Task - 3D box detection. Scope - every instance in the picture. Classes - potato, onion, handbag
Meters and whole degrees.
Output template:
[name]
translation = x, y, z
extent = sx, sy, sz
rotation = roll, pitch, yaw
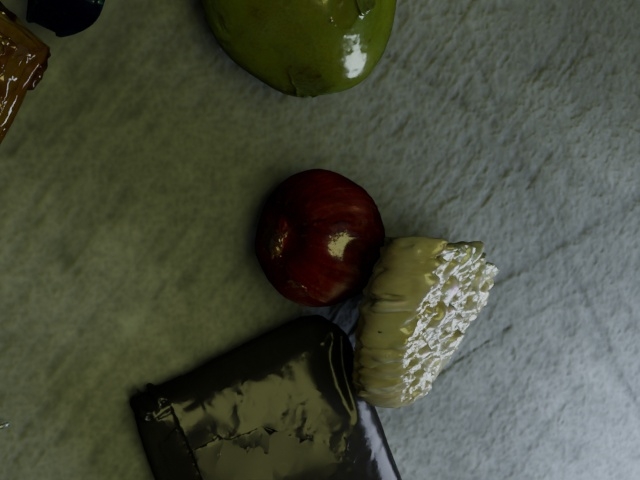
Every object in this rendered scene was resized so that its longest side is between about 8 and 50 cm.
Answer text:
[potato]
translation = -0.018, -0.252, 1.423
extent = 0.186, 0.148, 0.253
rotation = -22, 105, -23
[onion]
translation = 0.000, 0.000, 1.482
extent = 0.131, 0.131, 0.131
rotation = -4, 99, -24
[handbag]
translation = -0.041, 0.215, 1.519
extent = 0.223, 0.080, 0.247
rotation = -26, 107, -19

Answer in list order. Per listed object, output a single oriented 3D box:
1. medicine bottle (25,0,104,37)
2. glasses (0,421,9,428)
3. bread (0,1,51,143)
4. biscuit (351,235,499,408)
[medicine bottle]
translation = -0.273, -0.293, 1.331
extent = 0.258, 0.079, 0.124
rotation = 40, 53, -22
[glasses]
translation = -0.329, 0.200, 1.415
extent = 0.140, 0.062, 0.104
rotation = 30, 63, -25
[bread]
translation = -0.391, -0.131, 1.259
extent = 0.324, 0.167, 0.277
rotation = 32, 84, -26
[biscuit]
translation = 0.085, 0.072, 1.474
extent = 0.084, 0.281, 0.179
rotation = 25, 88, 15
